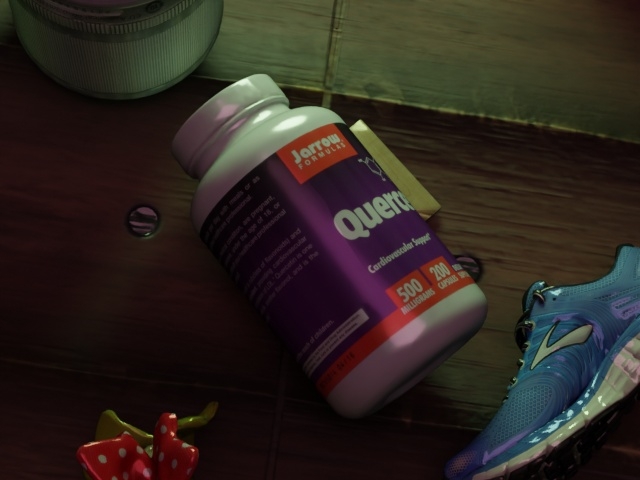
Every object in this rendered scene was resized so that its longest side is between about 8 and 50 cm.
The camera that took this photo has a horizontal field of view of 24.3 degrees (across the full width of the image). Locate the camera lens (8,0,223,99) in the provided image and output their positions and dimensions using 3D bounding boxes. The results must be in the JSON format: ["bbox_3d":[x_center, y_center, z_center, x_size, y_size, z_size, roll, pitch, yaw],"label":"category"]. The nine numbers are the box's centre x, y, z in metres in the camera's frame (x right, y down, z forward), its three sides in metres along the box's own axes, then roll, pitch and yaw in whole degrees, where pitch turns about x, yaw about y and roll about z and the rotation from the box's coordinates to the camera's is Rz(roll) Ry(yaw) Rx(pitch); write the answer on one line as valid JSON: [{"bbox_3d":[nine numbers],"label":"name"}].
[{"bbox_3d":[-0.203,-0.278,1.450,0.220,0.274,0.219,1,73,-4],"label":"camera lens"}]

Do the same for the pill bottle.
[{"bbox_3d":[0.000,0.000,1.427,0.181,0.181,0.323,-36,79,-14],"label":"pill bottle"}]

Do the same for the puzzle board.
[{"bbox_3d":[0.048,-0.050,1.537,0.096,0.011,0.128,-39,79,-13],"label":"puzzle board"}]

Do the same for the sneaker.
[{"bbox_3d":[0.232,0.129,1.451,0.330,0.129,0.147,-41,65,-18],"label":"sneaker"}]

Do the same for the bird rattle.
[{"bbox_3d":[-0.124,0.239,1.322,0.143,0.253,0.206,-21,99,-10],"label":"bird rattle"}]
